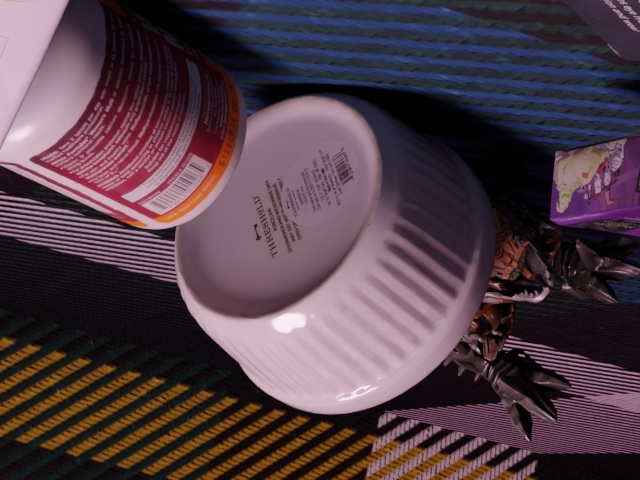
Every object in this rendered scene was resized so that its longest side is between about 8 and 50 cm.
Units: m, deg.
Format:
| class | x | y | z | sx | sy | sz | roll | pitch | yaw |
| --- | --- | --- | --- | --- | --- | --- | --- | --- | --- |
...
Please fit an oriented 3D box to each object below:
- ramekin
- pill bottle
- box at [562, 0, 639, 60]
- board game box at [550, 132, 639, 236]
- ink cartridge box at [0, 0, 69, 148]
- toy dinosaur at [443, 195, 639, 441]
| class | x | y | z | sx | sy | sz | roll | pitch | yaw |
| --- | --- | --- | --- | --- | --- | --- | --- | --- | --- |
| ramekin | 0.000 | 0.000 | 1.276 | 0.207 | 0.207 | 0.109 | 5 | 157 | 40 |
| pill bottle | -0.153 | -0.093 | 1.174 | 0.121 | 0.121 | 0.221 | 6 | 167 | 37 |
| box | 0.156 | -0.126 | 0.671 | 0.158 | 0.093 | 0.156 | 8 | 168 | 33 |
| board game box | 0.328 | -0.013 | 1.073 | 0.347 | 0.056 | 0.208 | 9 | 177 | -22 |
| ink cartridge box | -0.218 | -0.138 | 0.944 | 0.186 | 0.065 | 0.311 | 16 | 143 | -17 |
| toy dinosaur | 0.107 | 0.009 | 1.445 | 0.218 | 0.164 | 0.322 | 32 | -165 | -18 |
